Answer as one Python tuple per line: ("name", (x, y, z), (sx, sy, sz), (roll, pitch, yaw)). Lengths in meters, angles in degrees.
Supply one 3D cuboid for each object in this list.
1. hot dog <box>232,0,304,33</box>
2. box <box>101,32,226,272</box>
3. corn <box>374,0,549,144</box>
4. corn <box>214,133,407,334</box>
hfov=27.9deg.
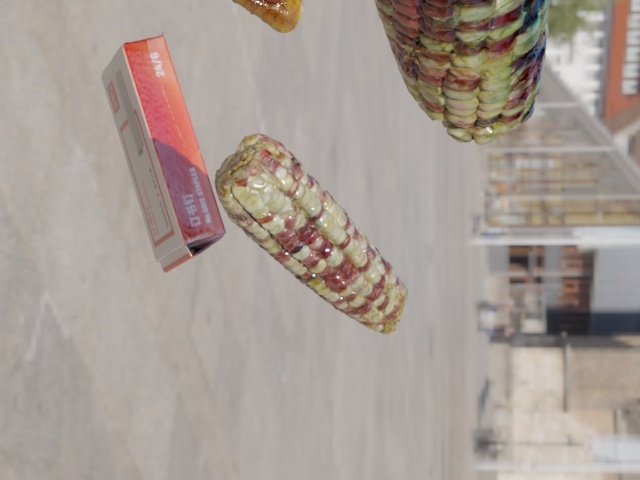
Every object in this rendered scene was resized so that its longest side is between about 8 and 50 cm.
("hot dog", (-0.107, -0.335, 1.592), (0.066, 0.216, 0.047), (-58, -162, -8))
("box", (-0.165, -0.087, 1.343), (0.123, 0.050, 0.229), (-25, -98, 69))
("corn", (0.058, -0.134, 0.555), (0.253, 0.086, 0.086), (71, 20, -57))
("corn", (0.000, 0.000, 1.102), (0.237, 0.079, 0.079), (42, 38, -35))
